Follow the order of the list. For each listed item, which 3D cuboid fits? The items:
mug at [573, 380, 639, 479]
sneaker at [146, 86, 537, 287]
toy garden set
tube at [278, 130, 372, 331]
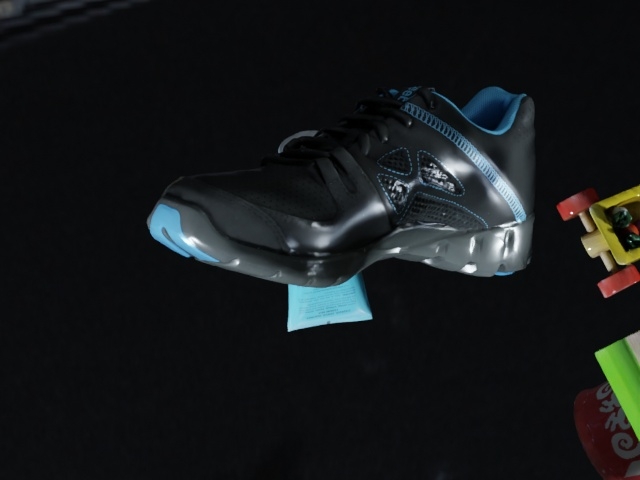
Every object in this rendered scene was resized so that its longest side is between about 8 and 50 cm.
[{"bbox_3d":[0.321,0.129,1.369,0.113,0.169,0.150,31,-142,-31],"label":"mug"},{"bbox_3d":[0.023,-0.047,1.106,0.340,0.140,0.125,-5,-162,-42],"label":"sneaker"},{"bbox_3d":[0.280,0.033,1.024,0.244,0.049,0.204,-21,-100,-34],"label":"toy garden set"},{"bbox_3d":[0.000,0.000,1.395,0.080,0.207,0.052,-6,-142,1],"label":"tube"}]
